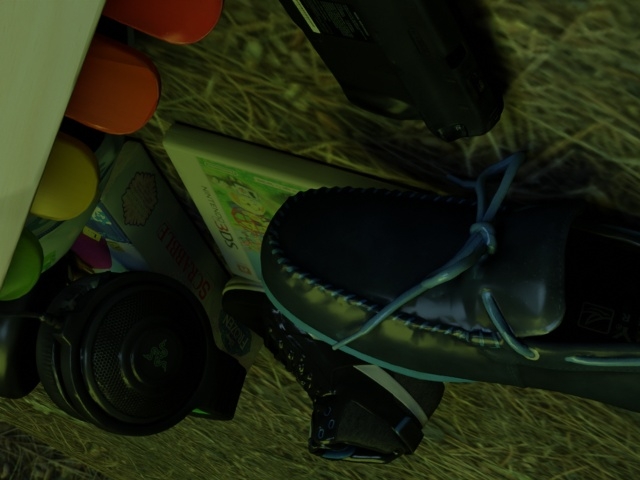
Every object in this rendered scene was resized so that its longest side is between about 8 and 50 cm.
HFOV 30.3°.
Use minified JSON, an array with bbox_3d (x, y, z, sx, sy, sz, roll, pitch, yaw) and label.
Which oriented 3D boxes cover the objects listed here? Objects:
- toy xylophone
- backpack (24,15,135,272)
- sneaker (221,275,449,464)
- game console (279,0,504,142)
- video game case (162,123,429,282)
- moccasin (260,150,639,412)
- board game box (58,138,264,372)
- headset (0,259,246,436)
[{"bbox_3d":[-0.200,-0.062,0.513,0.236,0.322,0.081,29,-163,-13],"label":"toy xylophone"},{"bbox_3d":[-0.279,-0.115,0.671,0.356,0.290,0.273,17,147,1],"label":"backpack"},{"bbox_3d":[-0.007,0.117,1.017,0.217,0.121,0.079,23,155,12],"label":"sneaker"},{"bbox_3d":[-0.018,-0.159,0.541,0.213,0.044,0.361,28,167,35],"label":"game console"},{"bbox_3d":[0.000,0.000,0.894,0.213,0.023,0.193,17,154,23],"label":"video game case"},{"bbox_3d":[0.134,0.016,0.690,0.342,0.137,0.116,10,149,6],"label":"moccasin"},{"bbox_3d":[-0.243,-0.002,1.095,0.319,0.065,0.318,15,153,28],"label":"board game box"},{"bbox_3d":[-0.203,0.050,0.965,0.244,0.185,0.394,11,166,23],"label":"headset"}]
